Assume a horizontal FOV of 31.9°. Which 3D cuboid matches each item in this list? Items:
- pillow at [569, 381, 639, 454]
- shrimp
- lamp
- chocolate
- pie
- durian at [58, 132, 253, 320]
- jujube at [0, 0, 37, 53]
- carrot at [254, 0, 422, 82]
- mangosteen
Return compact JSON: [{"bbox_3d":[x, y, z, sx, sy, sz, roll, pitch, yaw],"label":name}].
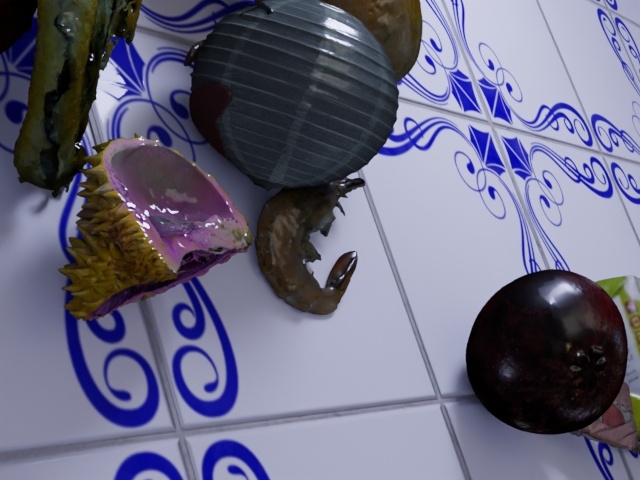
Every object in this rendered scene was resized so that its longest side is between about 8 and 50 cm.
[{"bbox_3d":[0.396,0.248,1.738,0.248,0.049,0.135,20,43,-24],"label":"pillow"},{"bbox_3d":[0.001,0.000,1.417,0.253,0.058,0.173,-32,101,-54],"label":"shrimp"},{"bbox_3d":[-0.034,-0.171,1.342,0.265,0.233,0.233,22,49,-52],"label":"lamp"},{"bbox_3d":[0.580,0.218,1.960,0.301,0.137,0.288,18,52,-47],"label":"chocolate"},{"bbox_3d":[-0.231,-0.233,1.106,0.078,0.296,0.371,11,49,-5],"label":"pie"},{"bbox_3d":[-0.171,-0.019,1.087,0.260,0.154,0.186,20,53,-70],"label":"durian"},{"bbox_3d":[-0.355,-0.255,1.000,0.243,0.183,0.183,41,30,-69],"label":"jujube"},{"bbox_3d":[0.012,-0.370,1.510,0.224,0.224,0.340,-35,116,-57],"label":"carrot"},{"bbox_3d":[0.304,0.149,1.599,0.235,0.235,0.261,44,-7,-24],"label":"mangosteen"}]
